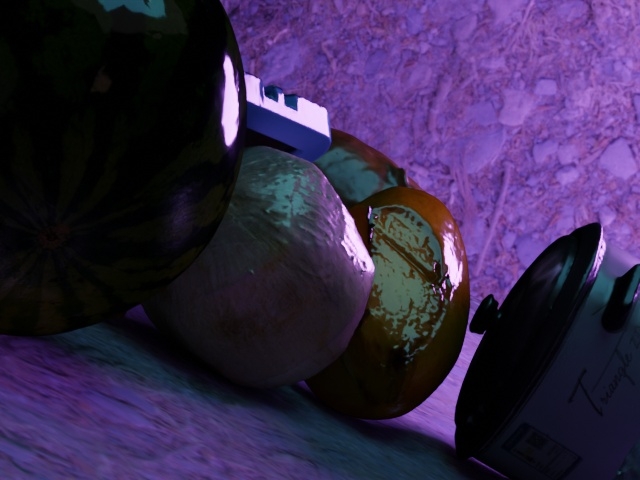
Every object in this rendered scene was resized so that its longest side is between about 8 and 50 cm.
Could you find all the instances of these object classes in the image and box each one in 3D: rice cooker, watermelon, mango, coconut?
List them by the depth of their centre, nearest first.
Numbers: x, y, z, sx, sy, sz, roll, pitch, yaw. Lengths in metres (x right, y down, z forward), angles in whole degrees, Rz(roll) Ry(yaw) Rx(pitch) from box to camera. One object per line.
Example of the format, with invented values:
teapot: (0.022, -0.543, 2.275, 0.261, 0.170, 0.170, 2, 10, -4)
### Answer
watermelon: (-0.188, -0.080, 1.169, 0.285, 0.285, 0.285, 27, 5, -3)
coconut: (-0.058, 0.015, 1.452, 0.194, 0.194, 0.194, 27, 5, -3)
mango: (0.062, 0.048, 1.605, 0.154, 0.126, 0.252, 44, 39, -18)
rice cooker: (0.235, 0.118, 1.625, 0.227, 0.241, 0.280, 30, -34, -1)

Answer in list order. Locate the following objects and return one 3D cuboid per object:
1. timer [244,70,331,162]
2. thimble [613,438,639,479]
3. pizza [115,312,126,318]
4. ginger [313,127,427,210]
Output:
timer: (-0.135, -0.062, 1.509, 0.250, 0.091, 0.232, -17, -17, 26)
thimble: (0.303, 0.235, 1.363, 0.235, 0.143, 0.198, 27, 4, -17)
pizza: (-0.186, 0.044, 1.420, 0.083, 0.016, 0.037, 22, 8, -22)
ginger: (0.002, -0.003, 1.802, 0.223, 0.200, 0.269, 28, 5, -21)
